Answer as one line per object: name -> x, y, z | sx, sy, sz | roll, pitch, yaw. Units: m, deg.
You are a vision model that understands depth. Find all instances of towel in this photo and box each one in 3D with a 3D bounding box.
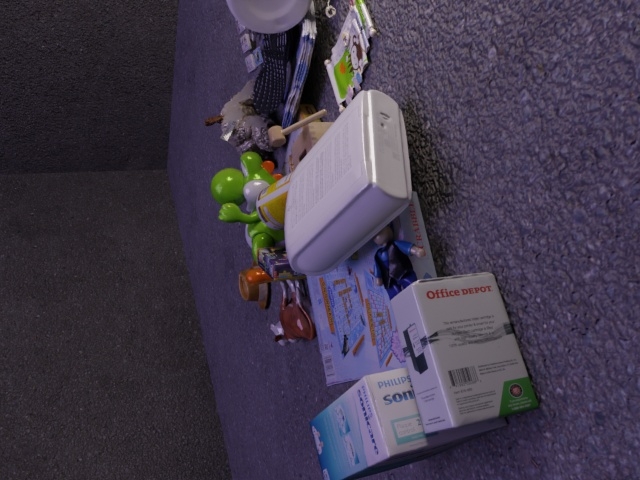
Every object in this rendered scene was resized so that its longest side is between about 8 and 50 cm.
towel -> -0.060, -0.443, 1.439 | 0.285, 0.034, 0.209 | 110, 164, -44

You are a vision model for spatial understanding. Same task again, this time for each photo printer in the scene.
photo printer -> 0.035, -0.092, 1.057 | 0.307, 0.107, 0.256 | -44, 35, 43

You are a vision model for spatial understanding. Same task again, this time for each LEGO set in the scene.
LEGO set -> -0.205, -0.657, 1.828 | 0.244, 0.060, 0.182 | 13, 119, 68

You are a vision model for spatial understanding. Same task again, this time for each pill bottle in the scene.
pill bottle -> -0.140, -0.678, 1.390 | 0.361, 0.204, 0.204 | -102, 21, -45
pill bottle -> -0.057, -0.108, 1.393 | 0.215, 0.117, 0.117 | -23, 73, 47

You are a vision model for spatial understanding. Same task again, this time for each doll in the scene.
doll -> 0.133, 0.053, 0.968 | 0.129, 0.046, 0.189 | -48, 48, 42

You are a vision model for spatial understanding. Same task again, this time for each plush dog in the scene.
plush dog -> -0.227, -0.331, 1.768 | 0.225, 0.210, 0.262 | 67, -175, -60

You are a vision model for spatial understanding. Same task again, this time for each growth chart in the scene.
growth chart -> 0.064, -0.409, 1.234 | 0.237, 0.021, 0.172 | 117, 140, -53

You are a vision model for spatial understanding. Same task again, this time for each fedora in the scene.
fedora -> -0.242, 0.156, 2.010 | 0.194, 0.079, 0.194 | 176, 90, -68

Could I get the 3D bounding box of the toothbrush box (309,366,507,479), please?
toothbrush box -> 0.133, 0.311, 0.966 | 0.295, 0.216, 0.126 | 121, 138, -53

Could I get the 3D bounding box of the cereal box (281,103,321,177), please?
cereal box -> -0.042, -0.211, 1.492 | 0.240, 0.047, 0.173 | 110, 147, -45

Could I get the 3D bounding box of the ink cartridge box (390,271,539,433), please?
ink cartridge box -> 0.207, 0.163, 0.838 | 0.087, 0.153, 0.208 | 130, 132, -59

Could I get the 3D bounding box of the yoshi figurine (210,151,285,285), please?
yoshi figurine -> -0.201, -0.060, 1.582 | 0.203, 0.203, 0.362 | -6, 97, 58

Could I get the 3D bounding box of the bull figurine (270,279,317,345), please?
bull figurine -> -0.065, 0.200, 1.566 | 0.310, 0.101, 0.188 | 159, 107, -67

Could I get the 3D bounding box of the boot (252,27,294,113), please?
boot -> -0.111, -0.473, 1.530 | 0.161, 0.083, 0.246 | -67, -9, -65

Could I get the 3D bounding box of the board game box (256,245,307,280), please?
board game box -> -0.061, 0.053, 1.434 | 0.141, 0.170, 0.048 | -149, 59, -62

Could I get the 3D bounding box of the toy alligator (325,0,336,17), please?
toy alligator -> 0.018, -0.583, 1.276 | 0.051, 0.056, 0.189 | 5, -105, -70

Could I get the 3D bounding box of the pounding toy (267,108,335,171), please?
pounding toy -> -0.009, -0.195, 1.210 | 0.181, 0.206, 0.094 | 138, 123, -62

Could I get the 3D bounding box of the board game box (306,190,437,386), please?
board game box -> 0.096, 0.106, 1.113 | 0.318, 0.066, 0.318 | -28, 68, 50
